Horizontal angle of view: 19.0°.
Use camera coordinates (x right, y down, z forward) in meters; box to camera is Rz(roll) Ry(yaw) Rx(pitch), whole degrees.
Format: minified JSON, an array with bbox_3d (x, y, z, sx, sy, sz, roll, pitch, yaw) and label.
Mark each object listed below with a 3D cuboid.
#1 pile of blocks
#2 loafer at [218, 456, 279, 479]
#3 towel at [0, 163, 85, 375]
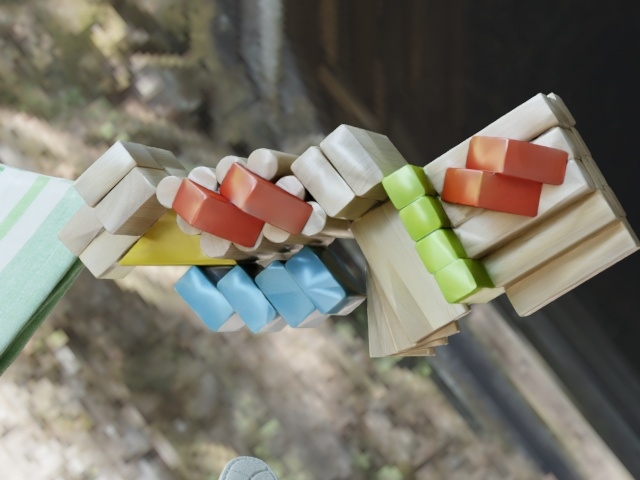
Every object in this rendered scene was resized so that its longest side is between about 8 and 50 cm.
[{"bbox_3d":[0.000,0.000,1.140,0.362,0.149,0.112,-6,-4,19],"label":"pile of blocks"},{"bbox_3d":[-0.038,0.177,1.051,0.045,0.125,0.039,6,-47,-19],"label":"loafer"},{"bbox_3d":[-0.354,0.009,1.610,0.248,0.325,0.038,-55,-31,-41],"label":"towel"}]
